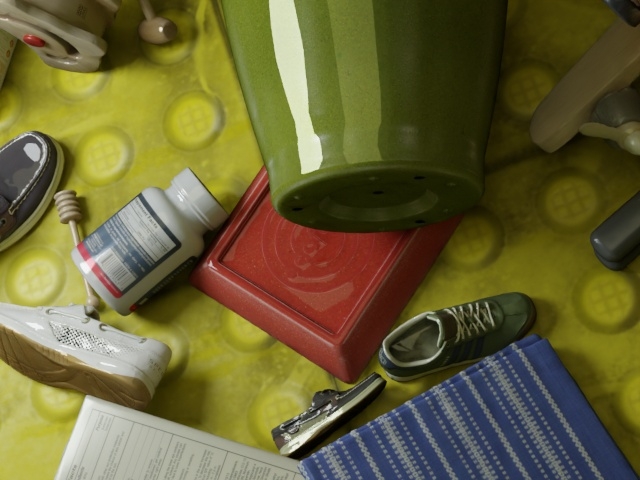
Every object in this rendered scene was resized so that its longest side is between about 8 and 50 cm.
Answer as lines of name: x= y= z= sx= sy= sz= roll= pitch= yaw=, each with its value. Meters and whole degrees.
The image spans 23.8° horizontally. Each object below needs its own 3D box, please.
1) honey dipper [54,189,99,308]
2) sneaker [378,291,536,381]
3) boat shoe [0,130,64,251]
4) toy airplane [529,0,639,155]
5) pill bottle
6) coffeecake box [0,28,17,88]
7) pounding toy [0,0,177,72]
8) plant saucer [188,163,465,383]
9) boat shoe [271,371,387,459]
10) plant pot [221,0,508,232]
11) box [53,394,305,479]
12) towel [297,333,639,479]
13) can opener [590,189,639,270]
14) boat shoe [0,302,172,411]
honey dipper: x=-0.307 y=0.014 z=1.927 sx=0.030 sy=0.030 sz=0.160 roll=-18 pitch=72 yaw=9
sneaker: x=0.155 y=0.107 z=1.743 sx=0.192 sy=0.086 sz=0.064 roll=-23 pitch=69 yaw=6
boat shoe: x=-0.445 y=-0.031 z=1.941 sx=0.285 sy=0.092 sz=0.103 roll=-45 pitch=68 yaw=-2
toy airplane: x=0.428 y=-0.271 z=1.684 sx=0.272 sy=0.386 sz=0.384 roll=40 pitch=63 yaw=-13
pill bottle: x=-0.205 y=-0.002 z=1.861 sx=0.180 sy=0.108 sz=0.108 roll=-39 pitch=68 yaw=-1
coffeecake box: x=-0.465 y=-0.266 z=1.994 sx=0.068 sy=0.142 sz=0.185 roll=11 pitch=76 yaw=18
pounding toy: x=-0.328 y=-0.317 z=1.958 sx=0.154 sy=0.269 sz=0.154 roll=-4 pitch=66 yaw=55
plant saucer: x=0.000 y=0.000 z=1.840 sx=0.259 sy=0.048 sz=0.258 roll=31 pitch=83 yaw=22
boat shoe: x=0.007 y=0.197 z=1.770 sx=0.152 sy=0.056 sz=0.049 roll=-37 pitch=73 yaw=1
plant pot: x=0.054 y=-0.205 z=1.720 sx=0.367 sy=0.366 sz=0.353 roll=-7 pitch=72 yaw=13
box: x=-0.140 y=0.295 z=1.742 sx=0.311 sy=0.121 sz=0.148 roll=16 pitch=77 yaw=19
towel: x=0.173 y=0.268 z=1.656 sx=0.336 sy=0.040 sz=0.243 roll=-25 pitch=69 yaw=-18
can opener: x=0.440 y=-0.057 z=1.727 sx=0.283 sy=0.076 sz=0.095 roll=-41 pitch=67 yaw=0
boat shoe: x=-0.303 y=0.124 z=1.863 sx=0.277 sy=0.098 sz=0.096 roll=19 pitch=54 yaw=24
